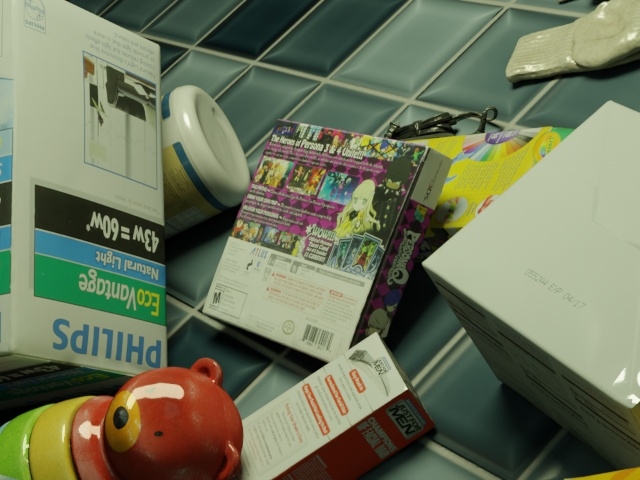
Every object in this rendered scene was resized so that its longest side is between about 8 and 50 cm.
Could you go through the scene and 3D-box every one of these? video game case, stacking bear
[{"bbox_3d":[0.000,0.000,1.337,0.232,0.041,0.210,15,83,51],"label":"video game case"},{"bbox_3d":[-0.192,0.196,1.185,0.289,0.164,0.175,-28,51,24],"label":"stacking bear"}]

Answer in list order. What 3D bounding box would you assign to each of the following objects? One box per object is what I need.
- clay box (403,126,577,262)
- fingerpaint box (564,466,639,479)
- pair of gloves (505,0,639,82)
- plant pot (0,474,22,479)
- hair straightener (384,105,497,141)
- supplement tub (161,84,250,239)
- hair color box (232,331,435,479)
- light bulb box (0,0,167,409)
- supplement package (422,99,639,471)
[{"bbox_3d":[0.135,-0.040,1.332,0.222,0.053,0.127,-1,46,42],"label":"clay box"},{"bbox_3d":[0.290,0.290,0.642,0.371,0.163,0.445,-16,36,28],"label":"fingerpaint box"},{"bbox_3d":[0.306,-0.256,1.478,0.204,0.042,0.240,-3,44,40],"label":"pair of gloves"},{"bbox_3d":[-0.222,0.316,0.971,0.247,0.247,0.252,-28,-12,6],"label":"plant pot"},{"bbox_3d":[0.076,-0.105,1.480,0.230,0.047,0.089,-18,35,25],"label":"hair straightener"},{"bbox_3d":[-0.193,-0.069,1.587,0.199,0.144,0.144,-25,33,14],"label":"supplement tub"},{"bbox_3d":[0.002,0.159,1.189,0.167,0.053,0.093,-34,31,4],"label":"hair color box"},{"bbox_3d":[-0.357,-0.021,1.451,0.357,0.225,0.361,-13,72,31],"label":"light bulb box"},{"bbox_3d":[0.241,0.044,1.034,0.204,0.145,0.262,-40,33,-8],"label":"supplement package"}]
